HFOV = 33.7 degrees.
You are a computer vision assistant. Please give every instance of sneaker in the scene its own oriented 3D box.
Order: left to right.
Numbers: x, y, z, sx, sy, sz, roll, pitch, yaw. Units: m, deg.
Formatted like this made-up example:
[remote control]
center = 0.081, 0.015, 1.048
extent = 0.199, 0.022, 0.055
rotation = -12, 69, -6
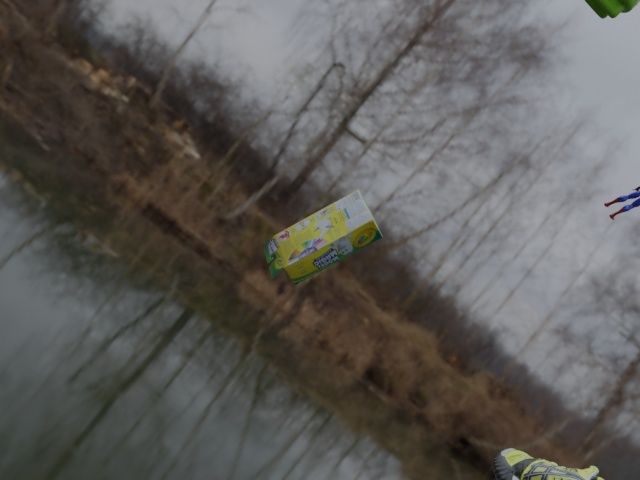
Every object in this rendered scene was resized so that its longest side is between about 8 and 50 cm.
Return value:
[sneaker]
center = 0.392, 0.429, 1.716
extent = 0.145, 0.147, 0.384
rotation = 61, -3, -13

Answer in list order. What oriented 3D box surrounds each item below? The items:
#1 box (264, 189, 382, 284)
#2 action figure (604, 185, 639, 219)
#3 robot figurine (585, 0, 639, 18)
[box]
center = 0.000, 0.000, 1.639
extent = 0.043, 0.179, 0.105
rotation = 61, 5, -32
[action figure]
center = 0.522, -0.072, 1.719
extent = 0.030, 0.115, 0.038
rotation = 12, 56, -58
[robot figurine]
center = 0.376, -0.326, 1.292
extent = 0.067, 0.115, 0.101
rotation = 41, 0, -16
